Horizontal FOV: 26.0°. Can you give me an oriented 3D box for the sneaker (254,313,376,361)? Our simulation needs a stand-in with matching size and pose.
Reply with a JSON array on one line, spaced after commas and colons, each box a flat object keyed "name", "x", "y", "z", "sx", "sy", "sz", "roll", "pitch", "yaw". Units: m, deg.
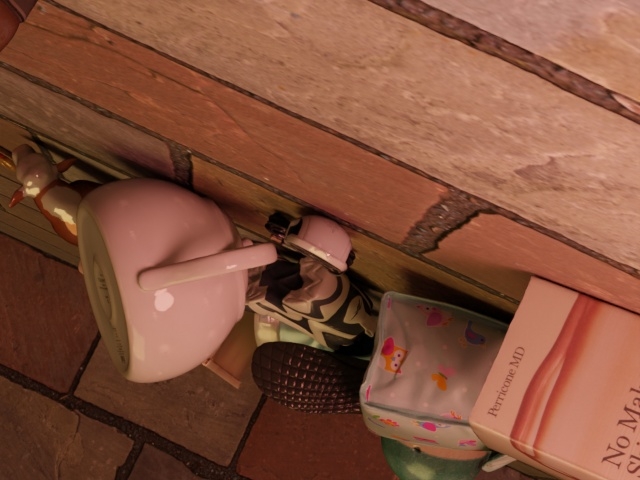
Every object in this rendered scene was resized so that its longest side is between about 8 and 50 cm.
[{"name": "sneaker", "x": 0.019, "y": 0.160, "z": 1.948, "sx": 0.150, "sy": 0.135, "sz": 0.366, "roll": 7, "pitch": 164, "yaw": 16}]

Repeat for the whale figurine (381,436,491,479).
[{"name": "whale figurine", "x": 0.203, "y": 0.324, "z": 2.265, "sx": 0.216, "sy": 0.141, "sz": 0.272, "roll": 18, "pitch": -166, "yaw": 21}]

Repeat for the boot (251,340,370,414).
[{"name": "boot", "x": 0.039, "y": 0.189, "z": 1.802, "sx": 0.246, "sy": 0.083, "sz": 0.161, "roll": 12, "pitch": 177, "yaw": 9}]

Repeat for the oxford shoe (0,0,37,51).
[{"name": "oxford shoe", "x": -0.284, "y": -0.182, "z": 0.944, "sx": 0.083, "sy": 0.096, "sz": 0.227, "roll": 21, "pitch": 169, "yaw": 33}]

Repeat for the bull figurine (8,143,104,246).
[{"name": "bull figurine", "x": -0.273, "y": -0.023, "z": 1.832, "sx": 0.310, "sy": 0.101, "sz": 0.188, "roll": 28, "pitch": 175, "yaw": -3}]

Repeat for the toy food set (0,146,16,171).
[{"name": "toy food set", "x": -0.483, "y": -0.130, "z": 2.016, "sx": 0.082, "sy": 0.020, "sz": 0.083, "roll": 20, "pitch": 170, "yaw": 27}]

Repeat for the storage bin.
[{"name": "storage bin", "x": -0.213, "y": 0.085, "z": 2.095, "sx": 0.260, "sy": 0.123, "sz": 0.262, "roll": 35, "pitch": 174, "yaw": 13}]

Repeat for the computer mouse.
[{"name": "computer mouse", "x": 0.000, "y": 0.000, "z": 1.420, "sx": 0.106, "sy": 0.042, "sz": 0.193, "roll": 31, "pitch": 176, "yaw": -7}]

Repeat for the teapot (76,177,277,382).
[{"name": "teapot", "x": -0.161, "y": 0.034, "z": 1.586, "sx": 0.252, "sy": 0.187, "sz": 0.256, "roll": 94, "pitch": 154, "yaw": -44}]

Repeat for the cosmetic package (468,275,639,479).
[{"name": "cosmetic package", "x": 0.297, "y": 0.160, "z": 1.196, "sx": 0.296, "sy": 0.153, "sz": 0.129, "roll": 20, "pitch": 168, "yaw": 21}]

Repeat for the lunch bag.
[{"name": "lunch bag", "x": 0.183, "y": 0.167, "z": 1.533, "sx": 0.262, "sy": 0.160, "sz": 0.223, "roll": 13, "pitch": 166, "yaw": 6}]

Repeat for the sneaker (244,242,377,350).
[{"name": "sneaker", "x": -0.018, "y": 0.080, "z": 1.746, "sx": 0.235, "sy": 0.094, "sz": 0.153, "roll": -2, "pitch": 145, "yaw": 49}]
